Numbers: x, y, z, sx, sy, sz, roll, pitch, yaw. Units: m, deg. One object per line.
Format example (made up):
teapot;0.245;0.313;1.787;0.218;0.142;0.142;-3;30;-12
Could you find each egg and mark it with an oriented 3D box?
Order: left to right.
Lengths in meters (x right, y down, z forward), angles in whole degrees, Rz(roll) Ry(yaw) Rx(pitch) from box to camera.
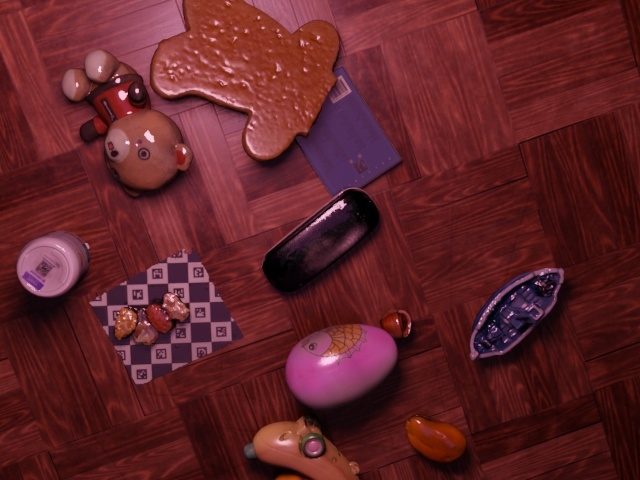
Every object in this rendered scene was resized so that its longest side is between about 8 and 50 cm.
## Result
egg;0.050;0.294;1.929;0.271;0.196;0.196;-17;99;-20

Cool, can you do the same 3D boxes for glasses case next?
glasses case;0.000;0.000;1.935;0.314;0.075;0.122;-39;108;5

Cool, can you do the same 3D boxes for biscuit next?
biscuit;-0.169;-0.383;1.843;0.394;0.076;0.368;24;78;-7

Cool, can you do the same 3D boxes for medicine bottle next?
medicine bottle;-0.590;0.047;1.829;0.135;0.215;0.134;-1;98;-4

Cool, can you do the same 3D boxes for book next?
book;0.044;-0.251;1.935;0.191;0.025;0.269;-33;99;2

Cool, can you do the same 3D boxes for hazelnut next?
hazelnut;0.185;0.203;1.976;0.087;0.086;0.086;-1;98;-4

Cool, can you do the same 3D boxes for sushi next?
sushi;-0.372;0.190;1.950;0.290;0.050;0.263;-27;99;-1

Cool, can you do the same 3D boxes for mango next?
mango;0.285;0.492;2.029;0.159;0.084;0.105;30;111;12

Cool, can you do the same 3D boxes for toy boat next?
toy boat;0.471;0.176;1.966;0.309;0.142;0.129;-44;101;1

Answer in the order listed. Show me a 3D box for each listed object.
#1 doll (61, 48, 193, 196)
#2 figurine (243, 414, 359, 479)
doll;-0.433;-0.265;1.832;0.235;0.174;0.329;-23;98;30
figurine;-0.036;0.575;1.994;0.222;0.124;0.324;-43;103;2
